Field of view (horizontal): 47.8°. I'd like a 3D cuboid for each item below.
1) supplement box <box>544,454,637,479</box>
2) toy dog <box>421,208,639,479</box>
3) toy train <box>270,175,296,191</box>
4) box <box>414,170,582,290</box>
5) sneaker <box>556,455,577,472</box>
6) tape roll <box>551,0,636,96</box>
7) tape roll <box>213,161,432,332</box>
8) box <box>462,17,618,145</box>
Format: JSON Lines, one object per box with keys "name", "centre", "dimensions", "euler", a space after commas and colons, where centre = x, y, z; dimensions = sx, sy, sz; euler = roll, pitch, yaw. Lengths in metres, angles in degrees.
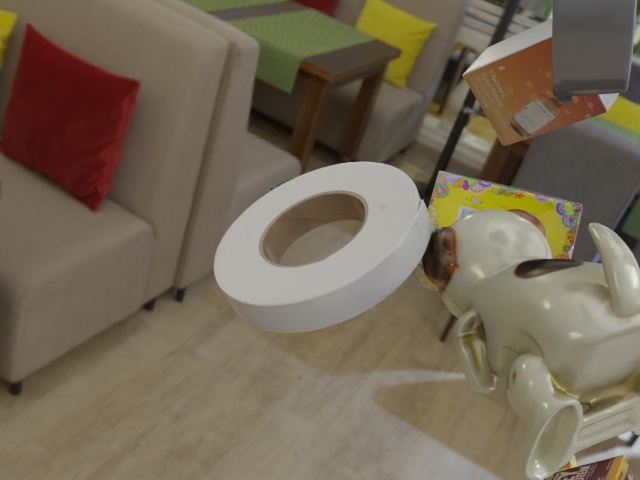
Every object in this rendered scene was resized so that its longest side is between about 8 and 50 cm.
{"name": "supplement box", "centre": [0.520, 0.541, 1.360], "dimensions": [0.129, 0.191, 0.194], "euler": [-28, 87, -52]}
{"name": "toy dog", "centre": [0.326, 0.108, 1.162], "dimensions": [0.285, 0.395, 0.408], "euler": [-23, 37, -11]}
{"name": "toy train", "centre": [-0.085, -0.126, 1.686], "dimensions": [0.083, 0.023, 0.017], "euler": [-31, 44, -34]}
{"name": "box", "centre": [0.363, 0.015, 1.532], "dimensions": [0.290, 0.177, 0.279], "euler": [15, -16, 12]}
{"name": "sneaker", "centre": [0.564, 0.505, 1.713], "dimensions": [0.081, 0.094, 0.208], "euler": [-11, 34, 7]}
{"name": "tape roll", "centre": [0.272, -0.256, 0.721], "dimensions": [0.072, 0.219, 0.219], "euler": [2, 24, 20]}
{"name": "tape roll", "centre": [0.000, 0.000, 1.276], "dimensions": [0.392, 0.072, 0.392], "euler": [-17, 34, 12]}
{"name": "box", "centre": [0.315, -0.230, 1.023], "dimensions": [0.130, 0.170, 0.091], "euler": [55, 52, -16]}
